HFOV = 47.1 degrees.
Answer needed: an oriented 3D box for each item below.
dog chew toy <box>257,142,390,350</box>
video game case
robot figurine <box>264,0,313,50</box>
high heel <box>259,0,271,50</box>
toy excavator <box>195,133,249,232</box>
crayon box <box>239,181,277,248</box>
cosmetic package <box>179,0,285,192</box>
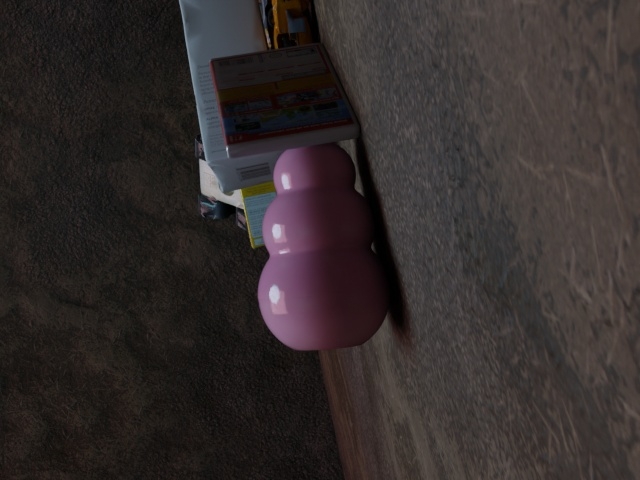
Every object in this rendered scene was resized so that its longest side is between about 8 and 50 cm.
[{"bbox_3d":[0.000,0.000,1.147,0.206,0.206,0.332,139,127,-85],"label":"dog chew toy"},{"bbox_3d":[-0.067,-0.236,1.198,0.285,0.204,0.025,-107,10,-48],"label":"video game case"},{"bbox_3d":[-0.050,-0.355,1.419,0.211,0.085,0.291,-108,8,-55],"label":"robot figurine"},{"bbox_3d":[-0.140,-0.545,1.953,0.261,0.093,0.186,165,93,-81],"label":"high heel"},{"bbox_3d":[-0.182,-0.236,2.095,0.433,0.445,0.222,20,122,32],"label":"toy excavator"},{"bbox_3d":[-0.098,-0.161,1.765,0.083,0.203,0.323,-124,22,-78],"label":"crayon box"},{"bbox_3d":[-0.168,-0.316,1.447,0.217,0.156,0.385,89,168,-78],"label":"cosmetic package"}]
